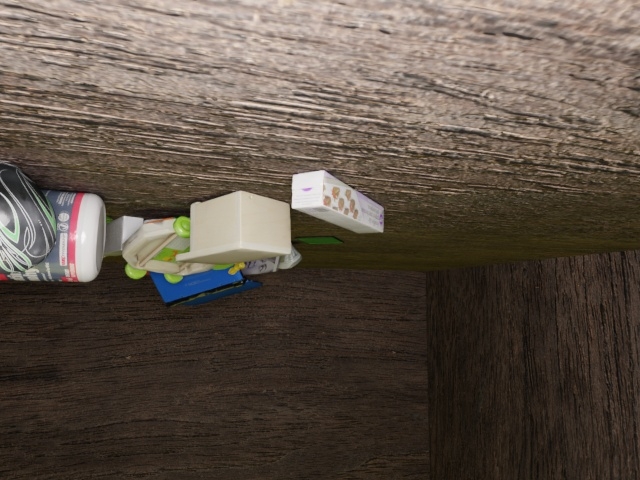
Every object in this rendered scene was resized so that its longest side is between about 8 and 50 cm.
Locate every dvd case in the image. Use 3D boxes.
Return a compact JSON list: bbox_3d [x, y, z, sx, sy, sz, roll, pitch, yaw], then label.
[{"bbox_3d":[-0.241,0.060,1.451,0.222,0.164,0.018,-6,-138,-30],"label":"dvd case"}]

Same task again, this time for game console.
[{"bbox_3d":[-0.388,0.118,1.395,0.294,0.250,0.173,-17,-164,10],"label":"game console"}]

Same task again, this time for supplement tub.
[{"bbox_3d":[-0.595,-0.013,0.819,0.273,0.190,0.191,4,172,-22],"label":"supplement tub"}]

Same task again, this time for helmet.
[{"bbox_3d":[-0.525,-0.028,0.666,0.170,0.161,0.169,-28,166,-8],"label":"helmet"}]

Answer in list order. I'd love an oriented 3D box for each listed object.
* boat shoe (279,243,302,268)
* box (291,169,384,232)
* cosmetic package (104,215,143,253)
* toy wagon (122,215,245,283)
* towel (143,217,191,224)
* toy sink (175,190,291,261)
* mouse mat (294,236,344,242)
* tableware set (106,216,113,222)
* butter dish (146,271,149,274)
[{"bbox_3d":[-0.214,0.059,1.725,0.321,0.103,0.118,-2,-148,46],"label":"boat shoe"},{"bbox_3d":[0.049,-0.067,0.824,0.067,0.062,0.324,-1,172,28],"label":"box"},{"bbox_3d":[-0.603,-0.009,1.221,0.061,0.098,0.239,4,173,-42],"label":"cosmetic package"},{"bbox_3d":[-0.371,0.037,1.160,0.267,0.068,0.345,-32,150,30],"label":"toy wagon"},{"bbox_3d":[-0.380,-0.030,1.272,0.210,0.034,0.285,-1,173,18],"label":"towel"},{"bbox_3d":[-0.205,-0.023,0.935,0.234,0.131,0.153,-11,167,37],"label":"toy sink"},{"bbox_3d":[0.000,0.000,1.563,0.153,0.007,0.190,-1,173,16],"label":"mouse mat"},{"bbox_3d":[-0.633,-0.045,1.079,0.104,0.024,0.154,-19,176,7],"label":"tableware set"},{"bbox_3d":[-0.620,0.034,1.465,0.118,0.159,0.160,24,-173,33],"label":"butter dish"}]
